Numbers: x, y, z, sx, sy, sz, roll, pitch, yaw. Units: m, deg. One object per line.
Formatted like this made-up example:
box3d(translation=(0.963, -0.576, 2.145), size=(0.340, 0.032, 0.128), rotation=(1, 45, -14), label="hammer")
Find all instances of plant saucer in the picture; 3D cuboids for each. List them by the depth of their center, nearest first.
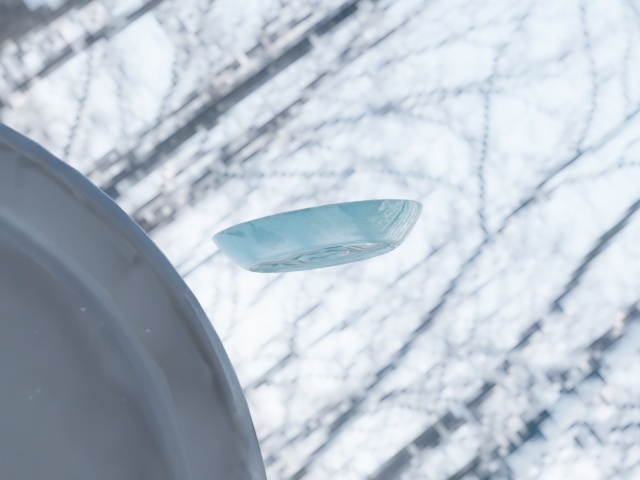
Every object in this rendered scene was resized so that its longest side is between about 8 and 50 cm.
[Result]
box3d(translation=(0.000, 0.000, 1.043), size=(0.119, 0.119, 0.021), rotation=(127, -46, -79), label="plant saucer")

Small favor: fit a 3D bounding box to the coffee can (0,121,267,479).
box3d(translation=(-0.145, 0.065, 0.484), size=(0.201, 0.201, 0.275), rotation=(55, -14, -10), label="coffee can")
